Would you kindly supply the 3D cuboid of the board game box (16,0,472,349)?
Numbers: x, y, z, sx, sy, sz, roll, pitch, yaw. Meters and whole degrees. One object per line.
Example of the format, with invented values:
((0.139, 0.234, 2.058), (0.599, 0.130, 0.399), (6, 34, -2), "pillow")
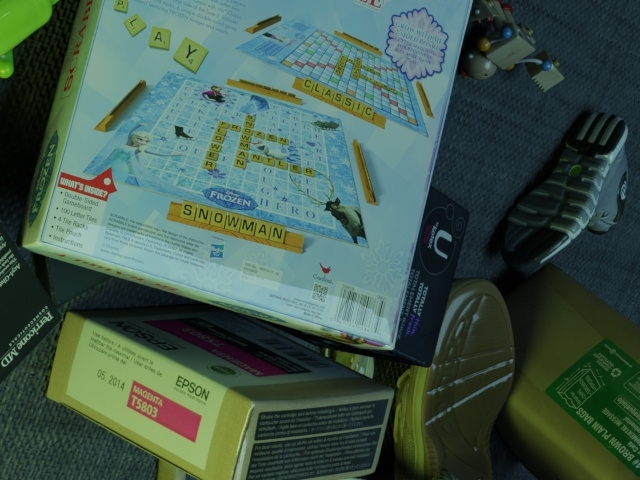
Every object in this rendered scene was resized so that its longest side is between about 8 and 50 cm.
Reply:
((-0.053, -0.103, 1.418), (0.319, 0.066, 0.318), (19, 79, -25), "board game box")

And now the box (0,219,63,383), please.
((-0.342, 0.076, 1.301), (0.261, 0.103, 0.184), (-48, 135, -24), "box")

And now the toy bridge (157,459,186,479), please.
((-0.083, 0.190, 1.731), (0.188, 0.026, 0.063), (-17, 120, -45), "toy bridge")

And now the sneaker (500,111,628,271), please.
((0.298, -0.027, 2.029), (0.228, 0.086, 0.132), (-52, 143, -19), "sneaker")

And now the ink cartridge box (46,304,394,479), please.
((-0.086, 0.132, 1.527), (0.193, 0.235, 0.088), (1, 107, -51), "ink cartridge box")

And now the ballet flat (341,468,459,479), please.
((-0.033, 0.343, 1.738), (0.483, 0.182, 0.164), (-17, 156, -32), "ballet flat")

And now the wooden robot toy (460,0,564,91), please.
((0.180, -0.200, 1.833), (0.079, 0.076, 0.173), (-36, 147, 18), "wooden robot toy")

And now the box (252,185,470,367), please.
((0.000, 0.000, 1.616), (0.270, 0.143, 0.165), (30, 73, -52), "box")

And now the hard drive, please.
((-0.189, -0.010, 1.504), (0.135, 0.022, 0.094), (-31, 130, -38), "hard drive")

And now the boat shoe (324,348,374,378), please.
((0.026, 0.097, 1.792), (0.048, 0.056, 0.153), (-31, 138, -43), "boat shoe")

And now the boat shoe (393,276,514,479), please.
((0.126, 0.180, 1.910), (0.122, 0.110, 0.341), (-13, 123, -30), "boat shoe")

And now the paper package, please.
((0.339, 0.223, 1.992), (0.168, 0.325, 0.309), (-42, 137, -7), "paper package")

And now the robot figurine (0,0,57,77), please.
((-0.248, -0.172, 1.312), (0.115, 0.067, 0.101), (-42, 131, -28), "robot figurine")
